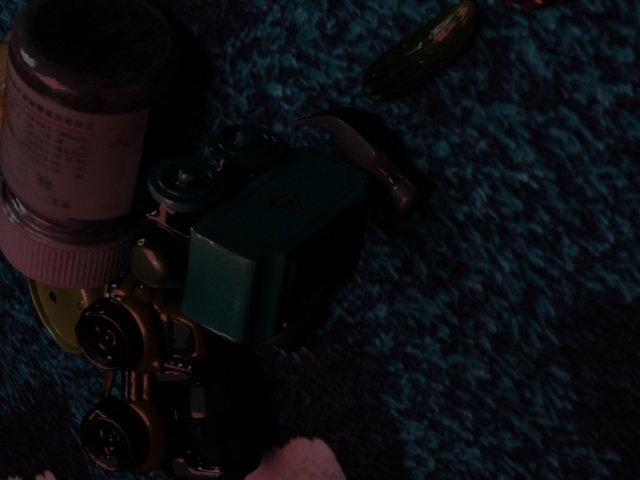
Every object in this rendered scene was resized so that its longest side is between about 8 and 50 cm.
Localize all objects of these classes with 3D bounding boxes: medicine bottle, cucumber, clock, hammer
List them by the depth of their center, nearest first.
[{"bbox_3d":[0.070,-0.136,1.209,0.168,0.039,0.039,-32,81,55],"label":"cucumber"},{"bbox_3d":[0.000,0.000,1.381,0.137,0.037,0.290,52,143,23],"label":"hammer"},{"bbox_3d":[-0.228,-0.095,1.540,0.165,0.165,0.273,48,140,29],"label":"medicine bottle"},{"bbox_3d":[-0.259,0.059,1.754,0.170,0.069,0.232,-37,77,56],"label":"clock"}]

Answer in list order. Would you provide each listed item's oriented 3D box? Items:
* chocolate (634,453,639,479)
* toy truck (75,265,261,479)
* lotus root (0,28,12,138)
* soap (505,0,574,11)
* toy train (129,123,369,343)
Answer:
[{"bbox_3d":[0.338,0.059,0.785,0.341,0.161,0.360,28,122,41],"label":"chocolate"},{"bbox_3d":[-0.137,0.132,1.577,0.165,0.147,0.224,11,116,26],"label":"toy truck"},{"bbox_3d":[-0.299,-0.155,1.690,0.135,0.095,0.159,-10,59,51],"label":"lotus root"},{"bbox_3d":[0.126,-0.287,0.986,0.182,0.112,0.289,0,109,58],"label":"soap"},{"bbox_3d":[-0.052,-0.010,1.255,0.154,0.198,0.107,29,130,23],"label":"toy train"}]
